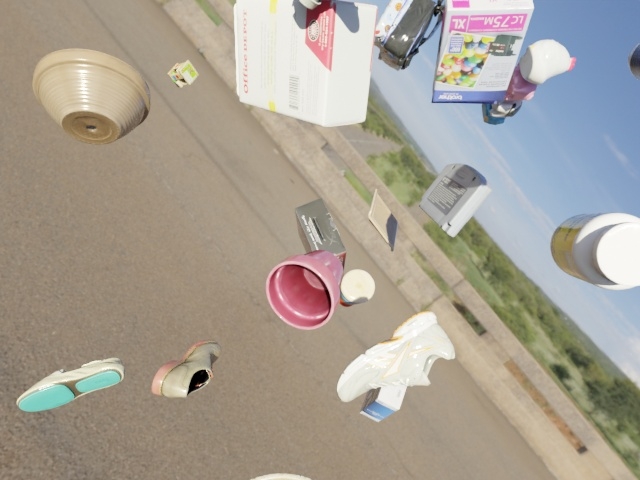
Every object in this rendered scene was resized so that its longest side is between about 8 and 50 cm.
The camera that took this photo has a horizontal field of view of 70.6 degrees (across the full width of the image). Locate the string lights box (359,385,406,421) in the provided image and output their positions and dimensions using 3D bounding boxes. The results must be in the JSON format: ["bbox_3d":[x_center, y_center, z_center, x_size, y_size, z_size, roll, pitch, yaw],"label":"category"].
[{"bbox_3d":[0.213,0.505,1.498,0.076,0.260,0.134,25,59,5],"label":"string lights box"}]

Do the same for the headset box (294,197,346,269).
[{"bbox_3d":[0.000,0.000,1.620,0.293,0.110,0.218,90,-23,-71],"label":"headset box"}]

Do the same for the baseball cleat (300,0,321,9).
[{"bbox_3d":[0.019,-0.526,0.932,0.072,0.110,0.206,-5,35,-44],"label":"baseball cleat"}]

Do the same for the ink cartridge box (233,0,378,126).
[{"bbox_3d":[-0.055,-0.483,1.197,0.160,0.280,0.384,-20,35,-38],"label":"ink cartridge box"}]

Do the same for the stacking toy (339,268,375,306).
[{"bbox_3d":[0.139,0.231,1.971,0.141,0.141,0.330,54,-14,12],"label":"stacking toy"}]

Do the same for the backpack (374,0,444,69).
[{"bbox_3d":[0.310,-0.782,1.723,0.213,0.277,0.263,37,3,5],"label":"backpack"}]

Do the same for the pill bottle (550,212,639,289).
[{"bbox_3d":[0.724,0.023,1.152,0.188,0.187,0.334,52,12,6],"label":"pill bottle"}]

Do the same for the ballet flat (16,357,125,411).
[{"bbox_3d":[-0.618,0.353,1.135,0.086,0.248,0.086,166,-90,-77],"label":"ballet flat"}]

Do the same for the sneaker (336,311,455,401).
[{"bbox_3d":[0.153,0.261,0.916,0.121,0.262,0.099,54,3,27],"label":"sneaker"}]

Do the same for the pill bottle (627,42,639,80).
[{"bbox_3d":[0.489,-0.259,0.648,0.067,0.067,0.120,48,28,-9],"label":"pill bottle"}]

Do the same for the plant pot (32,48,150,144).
[{"bbox_3d":[-0.499,-0.290,0.993,0.237,0.237,0.110,29,47,-52],"label":"plant pot"}]

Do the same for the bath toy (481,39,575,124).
[{"bbox_3d":[0.563,-0.441,1.244,0.348,0.128,0.152,112,-25,-85],"label":"bath toy"}]

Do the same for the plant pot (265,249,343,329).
[{"bbox_3d":[-0.024,0.117,1.260,0.201,0.201,0.180,50,31,-1],"label":"plant pot"}]

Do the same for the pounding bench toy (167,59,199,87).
[{"bbox_3d":[-0.421,-0.488,1.352,0.052,0.065,0.083,54,51,-41],"label":"pounding bench toy"}]

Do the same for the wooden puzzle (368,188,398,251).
[{"bbox_3d":[0.291,-0.095,2.121,0.239,0.044,0.221,55,32,-25],"label":"wooden puzzle"}]

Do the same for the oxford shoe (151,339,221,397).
[{"bbox_3d":[-0.404,0.434,1.500,0.130,0.123,0.348,14,14,14],"label":"oxford shoe"}]

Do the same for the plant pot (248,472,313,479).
[{"bbox_3d":[-0.090,0.752,0.977,0.334,0.333,0.306,-96,180,-64],"label":"plant pot"}]

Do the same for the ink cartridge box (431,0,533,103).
[{"bbox_3d":[0.380,-0.440,1.112,0.311,0.185,0.065,79,15,-61],"label":"ink cartridge box"}]

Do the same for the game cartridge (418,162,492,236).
[{"bbox_3d":[0.414,-0.140,1.401,0.062,0.198,0.297,37,14,-15],"label":"game cartridge"}]
